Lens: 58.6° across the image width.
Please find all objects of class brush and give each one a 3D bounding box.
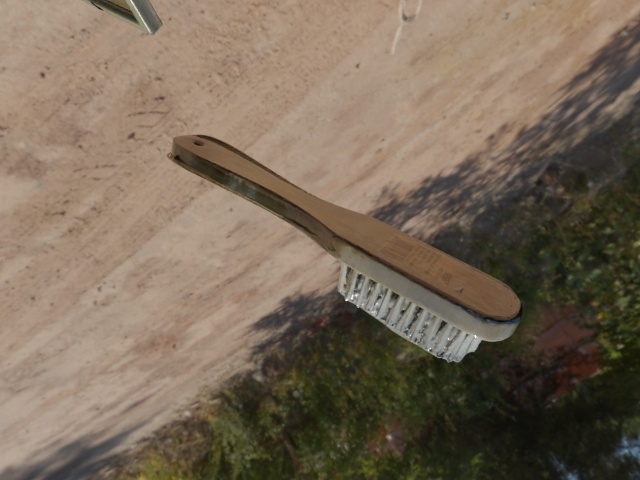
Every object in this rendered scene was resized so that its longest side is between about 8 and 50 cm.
[{"bbox_3d":[0.000,0.000,0.467,0.070,0.327,0.065,-29,143,-54],"label":"brush"}]

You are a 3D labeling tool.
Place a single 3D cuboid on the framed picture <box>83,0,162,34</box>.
[{"bbox_3d":[-0.236,-0.270,0.372,0.019,0.209,0.281,-54,159,-14],"label":"framed picture"}]
